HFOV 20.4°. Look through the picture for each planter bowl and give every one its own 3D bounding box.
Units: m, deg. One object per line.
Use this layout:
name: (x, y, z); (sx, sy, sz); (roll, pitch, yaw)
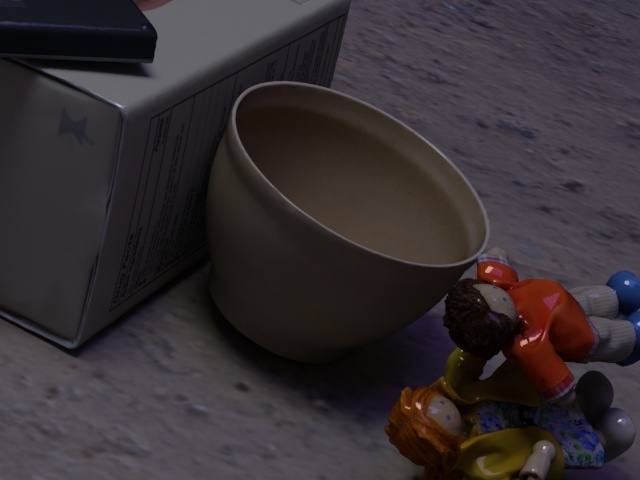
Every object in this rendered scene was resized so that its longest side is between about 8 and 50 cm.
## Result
planter bowl: (0.000, 0.000, 1.013); (0.162, 0.109, 0.162); (23, 31, -15)

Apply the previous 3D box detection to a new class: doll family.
doll family: (0.121, 0.130, 0.886); (0.163, 0.118, 0.263); (1, 49, -42)

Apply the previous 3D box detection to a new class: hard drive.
hard drive: (-0.162, -0.121, 0.924); (0.135, 0.022, 0.094); (-1, 29, -26)

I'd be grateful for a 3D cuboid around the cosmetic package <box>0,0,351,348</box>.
cosmetic package: (-0.108, -0.074, 1.056); (0.129, 0.153, 0.296); (24, 26, 15)
